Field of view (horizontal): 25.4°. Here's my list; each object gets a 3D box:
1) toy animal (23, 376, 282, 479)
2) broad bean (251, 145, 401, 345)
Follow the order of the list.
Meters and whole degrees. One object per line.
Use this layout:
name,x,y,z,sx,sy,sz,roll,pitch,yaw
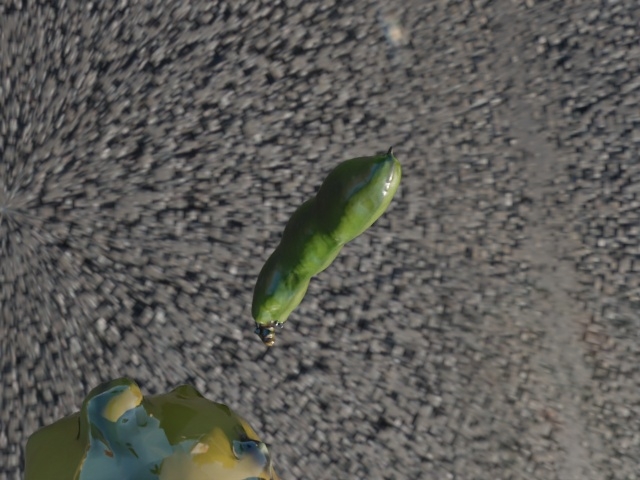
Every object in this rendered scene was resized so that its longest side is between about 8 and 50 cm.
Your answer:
toy animal,-0.082,0.190,0.813,0.169,0.195,0.281,14,131,23
broad bean,-0.001,-0.003,1.167,0.046,0.254,0.065,6,53,-28
